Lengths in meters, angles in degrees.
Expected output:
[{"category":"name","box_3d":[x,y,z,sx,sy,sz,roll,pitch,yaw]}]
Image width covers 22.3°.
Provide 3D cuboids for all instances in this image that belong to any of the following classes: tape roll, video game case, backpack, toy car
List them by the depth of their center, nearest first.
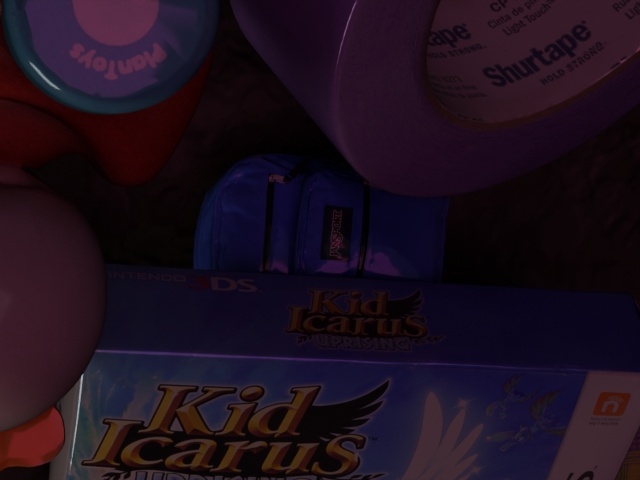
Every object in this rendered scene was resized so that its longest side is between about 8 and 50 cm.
[{"category":"toy car","box_3d":[-0.158,-0.012,0.629,0.210,0.219,0.238,9,91,-16]},{"category":"tape roll","box_3d":[0.097,-0.147,0.709,0.275,0.090,0.275,-29,152,-17]},{"category":"video game case","box_3d":[0.002,0.126,0.802,0.270,0.061,0.244,3,129,-13]},{"category":"backpack","box_3d":[0.000,0.000,0.802,0.120,0.101,0.098,7,76,-11]}]

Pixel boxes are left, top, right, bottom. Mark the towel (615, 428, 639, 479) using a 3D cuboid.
[{"category":"towel","box_3d":[0.179,0.096,0.912,0.060,0.009,0.083,-4,105,-12]}]
